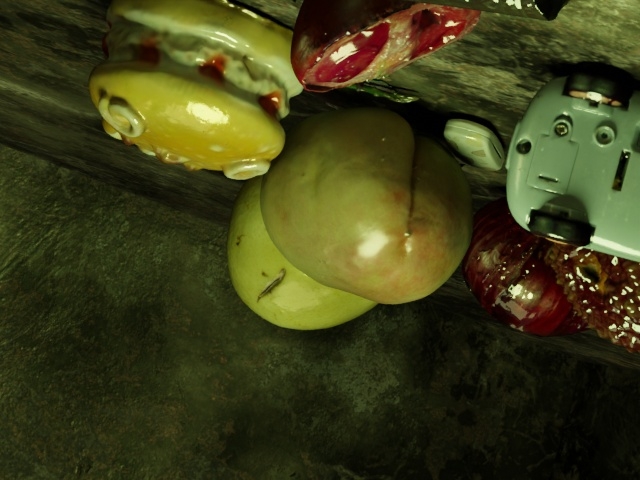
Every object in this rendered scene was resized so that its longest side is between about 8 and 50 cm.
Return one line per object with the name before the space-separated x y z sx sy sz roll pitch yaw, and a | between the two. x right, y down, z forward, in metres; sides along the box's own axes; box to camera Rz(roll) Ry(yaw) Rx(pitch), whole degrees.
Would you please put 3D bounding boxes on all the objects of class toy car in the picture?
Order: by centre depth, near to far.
toy car | 0.338 -0.068 1.610 0.270 0.181 0.212 15 -177 10

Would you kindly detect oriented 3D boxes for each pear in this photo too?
pear | 0.000 0.000 2.468 0.309 0.309 0.309 17 173 2

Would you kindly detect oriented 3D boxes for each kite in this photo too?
kite | 0.081 -0.166 2.053 0.204 0.022 0.360 13 171 37

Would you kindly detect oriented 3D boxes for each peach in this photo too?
peach | 0.064 -0.041 1.965 0.292 0.247 0.292 37 -167 -10

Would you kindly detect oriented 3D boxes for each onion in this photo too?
onion | 0.334 0.027 2.258 0.252 0.252 0.219 25 126 -20

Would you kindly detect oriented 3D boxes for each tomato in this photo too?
tomato | 0.051 -0.219 1.426 0.189 0.099 0.173 -21 168 -19

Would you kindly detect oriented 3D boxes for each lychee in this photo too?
lychee | 0.424 0.014 1.822 0.271 0.271 0.271 17 173 2

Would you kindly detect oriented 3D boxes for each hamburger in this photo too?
hamburger | -0.168 -0.185 1.839 0.261 0.186 0.302 24 173 -38

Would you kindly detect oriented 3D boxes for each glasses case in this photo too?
glasses case | 0.204 -0.125 1.975 0.063 0.041 0.164 18 173 17

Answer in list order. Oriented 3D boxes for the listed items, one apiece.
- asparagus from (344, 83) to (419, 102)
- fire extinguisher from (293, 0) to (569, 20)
asparagus | 0.046 -0.194 1.892 0.162 0.016 0.016 17 149 15
fire extinguisher | 0.077 -0.229 1.269 0.267 0.089 0.072 13 170 29
